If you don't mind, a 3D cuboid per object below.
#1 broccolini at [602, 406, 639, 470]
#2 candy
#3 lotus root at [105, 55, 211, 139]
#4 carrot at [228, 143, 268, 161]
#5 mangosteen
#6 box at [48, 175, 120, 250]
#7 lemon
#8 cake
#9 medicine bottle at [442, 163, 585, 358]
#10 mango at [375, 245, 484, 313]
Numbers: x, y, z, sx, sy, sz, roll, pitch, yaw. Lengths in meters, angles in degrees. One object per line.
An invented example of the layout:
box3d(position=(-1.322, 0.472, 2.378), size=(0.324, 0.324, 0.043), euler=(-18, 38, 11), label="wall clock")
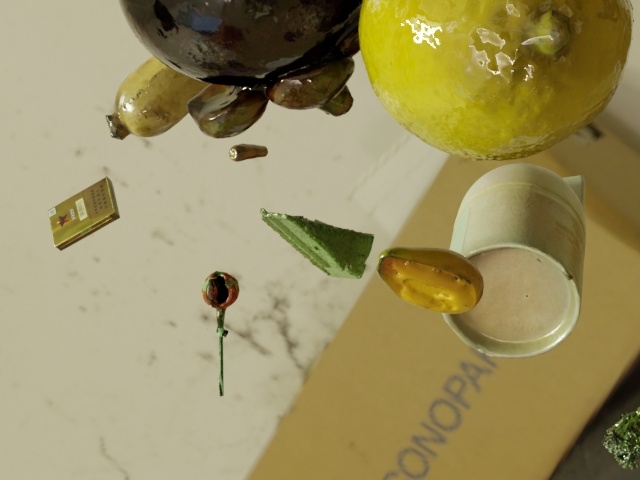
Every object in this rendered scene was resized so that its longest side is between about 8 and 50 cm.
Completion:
box3d(position=(0.381, 0.145, 1.276), size=(0.239, 0.054, 0.051), euler=(-42, 32, -19), label="broccolini")
box3d(position=(-0.145, 0.136, 1.793), size=(0.049, 0.056, 0.184), euler=(-12, -78, -71), label="candy")
box3d(position=(-0.324, -0.307, 2.525), size=(0.284, 0.146, 0.160), euler=(-40, -4, -6), label="lotus root")
box3d(position=(-0.127, -0.156, 2.170), size=(0.093, 0.032, 0.032), euler=(-11, -44, -55), label="carrot")
box3d(position=(-0.092, -0.352, 1.746), size=(0.382, 0.382, 0.435), euler=(-55, -33, -41), label="mangosteen")
box3d(position=(-0.429, -0.049, 2.228), size=(0.133, 0.090, 0.023), euler=(-29, -39, 11), label="box")
box3d(position=(0.224, -0.262, 1.543), size=(0.364, 0.364, 0.364), euler=(-58, -4, -7), label="lemon")
box3d(position=(-0.015, 0.008, 2.386), size=(0.100, 0.235, 0.099), euler=(5, 82, 48), label="cake")
box3d(position=(0.352, 0.000, 2.183), size=(0.235, 0.236, 0.406), euler=(-62, 3, 34), label="medicine bottle")
box3d(position=(0.146, 0.049, 1.645), size=(0.101, 0.187, 0.066), euler=(-39, 43, 42), label="mango")
